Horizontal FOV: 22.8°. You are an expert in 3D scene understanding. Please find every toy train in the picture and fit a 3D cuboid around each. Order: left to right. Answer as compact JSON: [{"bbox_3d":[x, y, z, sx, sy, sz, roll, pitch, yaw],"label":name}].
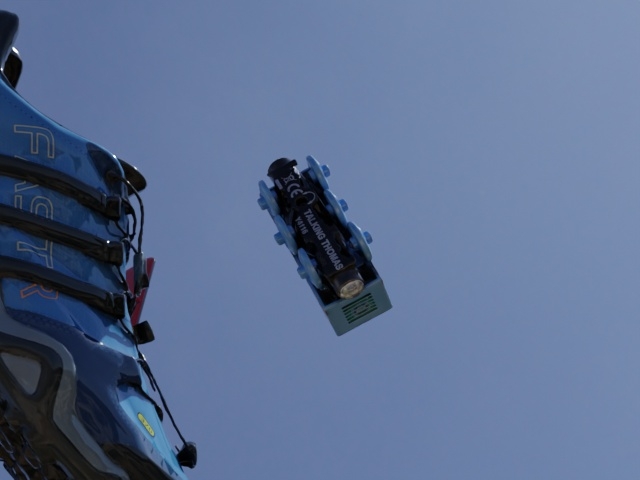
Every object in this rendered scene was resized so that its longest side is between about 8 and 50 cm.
[{"bbox_3d":[0.000,0.000,1.532,0.080,0.184,0.105,-28,-39,-4],"label":"toy train"}]

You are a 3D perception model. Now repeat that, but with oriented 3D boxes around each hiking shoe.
[{"bbox_3d":[-0.120,0.018,0.736,0.132,0.304,0.113,-34,-6,-21],"label":"hiking shoe"}]

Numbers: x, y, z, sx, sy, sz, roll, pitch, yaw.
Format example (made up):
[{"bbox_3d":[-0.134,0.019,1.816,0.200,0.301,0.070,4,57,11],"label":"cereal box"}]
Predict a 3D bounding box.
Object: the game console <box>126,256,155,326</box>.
[{"bbox_3d":[-0.204,0.103,1.551,0.085,0.144,0.124,-2,-60,5],"label":"game console"}]
